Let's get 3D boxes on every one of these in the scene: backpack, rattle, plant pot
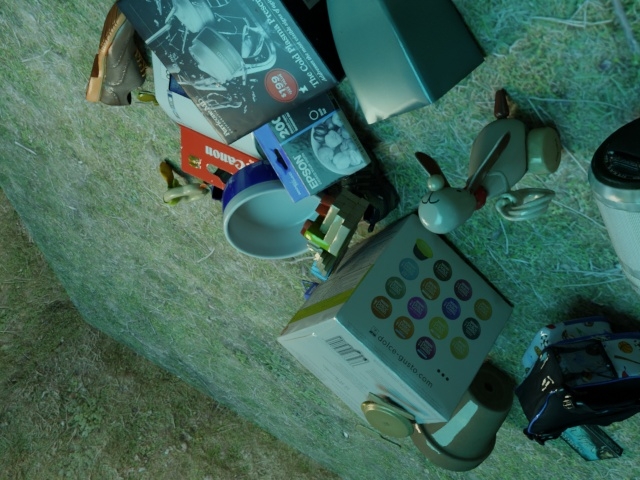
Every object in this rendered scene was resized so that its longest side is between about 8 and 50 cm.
[{"bbox_3d":[0.553,0.282,1.497,0.263,0.213,0.276,-2,149,-4],"label":"backpack"},{"bbox_3d":[-0.381,-0.183,2.141,0.130,0.143,0.199,17,154,-37],"label":"rattle"},{"bbox_3d":[0.124,-0.350,1.228,0.165,0.166,0.234,-9,118,53],"label":"plant pot"},{"bbox_3d":[0.387,0.445,1.923,0.263,0.263,0.229,38,133,6],"label":"plant pot"}]

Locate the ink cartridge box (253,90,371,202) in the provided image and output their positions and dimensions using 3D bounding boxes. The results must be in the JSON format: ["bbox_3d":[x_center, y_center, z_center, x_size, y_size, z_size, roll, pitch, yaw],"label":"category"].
[{"bbox_3d":[-0.031,-0.207,1.564,0.208,0.045,0.206,-28,97,24],"label":"ink cartridge box"}]

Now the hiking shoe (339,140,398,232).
[{"bbox_3d":[0.080,-0.129,1.610,0.227,0.114,0.086,51,147,-17],"label":"hiking shoe"}]

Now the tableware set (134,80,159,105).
[{"bbox_3d":[-0.416,-0.388,1.883,0.154,0.104,0.024,-27,66,60],"label":"tableware set"}]

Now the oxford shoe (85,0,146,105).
[{"bbox_3d":[-0.497,-0.474,1.847,0.132,0.130,0.363,14,149,-21],"label":"oxford shoe"}]

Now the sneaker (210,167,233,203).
[{"bbox_3d":[-0.271,-0.126,2.031,0.083,0.098,0.224,27,147,23],"label":"sneaker"}]

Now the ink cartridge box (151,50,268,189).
[{"bbox_3d":[-0.259,-0.265,1.761,0.308,0.091,0.385,25,132,24],"label":"ink cartridge box"}]

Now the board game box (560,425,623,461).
[{"bbox_3d":[0.659,0.490,1.858,0.186,0.026,0.126,42,151,-2],"label":"board game box"}]

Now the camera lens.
[{"bbox_3d":[0.542,-0.045,1.090,0.219,0.219,0.274,2,133,47],"label":"camera lens"}]

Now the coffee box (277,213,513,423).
[{"bbox_3d":[0.170,0.198,1.719,0.337,0.334,0.338,44,152,-8],"label":"coffee box"}]

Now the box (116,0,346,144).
[{"bbox_3d":[-0.141,-0.404,1.362,0.312,0.179,0.343,-21,116,40],"label":"box"}]

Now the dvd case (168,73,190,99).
[{"bbox_3d":[-0.247,-0.421,1.579,0.180,0.022,0.253,26,120,25],"label":"dvd case"}]

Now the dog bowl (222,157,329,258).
[{"bbox_3d":[-0.105,-0.074,1.761,0.265,0.104,0.265,-6,143,-5],"label":"dog bowl"}]

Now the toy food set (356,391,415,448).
[{"bbox_3d":[0.152,0.397,1.644,0.132,0.038,0.192,25,144,11],"label":"toy food set"}]

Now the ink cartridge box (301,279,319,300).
[{"bbox_3d":[0.073,0.226,2.146,0.311,0.065,0.186,14,141,40],"label":"ink cartridge box"}]

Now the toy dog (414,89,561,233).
[{"bbox_3d":[0.275,-0.146,1.220,0.220,0.334,0.161,-13,107,26],"label":"toy dog"}]

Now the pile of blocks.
[{"bbox_3d":[0.000,0.000,1.622,0.112,0.149,0.362,32,158,6],"label":"pile of blocks"}]
